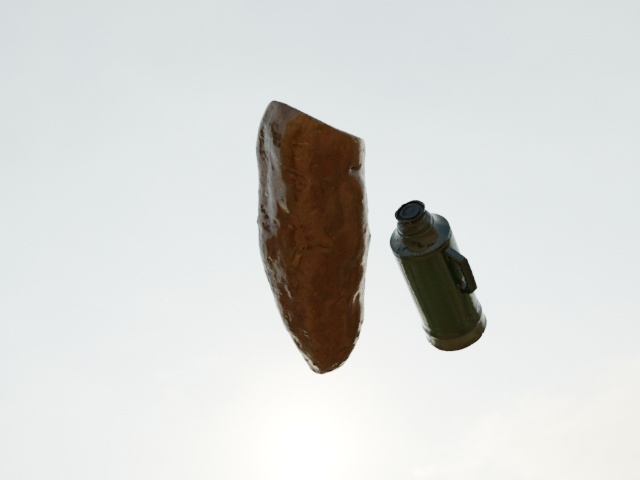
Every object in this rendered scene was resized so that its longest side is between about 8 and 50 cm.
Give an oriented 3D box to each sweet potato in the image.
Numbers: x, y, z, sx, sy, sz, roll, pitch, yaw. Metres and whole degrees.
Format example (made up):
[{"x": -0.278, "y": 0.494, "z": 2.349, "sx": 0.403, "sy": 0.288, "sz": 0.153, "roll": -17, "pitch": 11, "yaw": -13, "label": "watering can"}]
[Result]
[{"x": 0.000, "y": 0.000, "z": 1.056, "sx": 0.097, "sy": 0.097, "sz": 0.251, "roll": -11, "pitch": -64, "yaw": -7, "label": "sweet potato"}]

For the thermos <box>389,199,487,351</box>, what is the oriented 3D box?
[{"x": 0.126, "y": 0.038, "z": 1.438, "sx": 0.073, "sy": 0.083, "sz": 0.187, "roll": -24, "pitch": -52, "yaw": 2, "label": "thermos"}]
